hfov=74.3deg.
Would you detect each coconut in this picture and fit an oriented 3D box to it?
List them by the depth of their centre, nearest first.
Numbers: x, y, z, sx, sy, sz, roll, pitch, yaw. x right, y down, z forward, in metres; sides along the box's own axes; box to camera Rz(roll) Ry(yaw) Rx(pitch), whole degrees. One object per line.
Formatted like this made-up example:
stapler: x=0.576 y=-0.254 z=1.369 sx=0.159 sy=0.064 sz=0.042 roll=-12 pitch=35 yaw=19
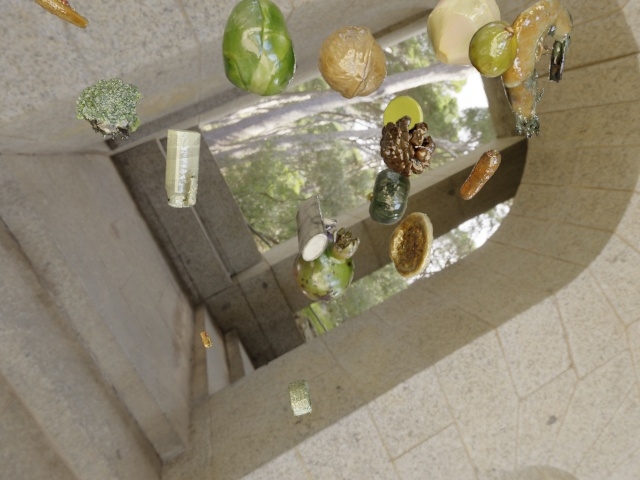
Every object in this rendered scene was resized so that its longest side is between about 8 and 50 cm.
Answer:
coconut: x=0.466 y=-0.697 z=1.388 sx=0.259 sy=0.259 sz=0.259 roll=60 pitch=-10 yaw=18

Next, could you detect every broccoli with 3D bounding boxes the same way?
broccoli: x=-0.788 y=-0.477 z=1.625 sx=0.243 sy=0.263 sz=0.247 roll=55 pitch=12 yaw=-82

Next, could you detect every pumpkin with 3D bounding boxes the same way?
pumpkin: x=0.349 y=-0.230 z=2.191 sx=0.300 sy=0.207 sz=0.300 roll=13 pitch=90 yaw=-83

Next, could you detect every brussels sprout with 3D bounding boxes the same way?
brussels sprout: x=-0.237 y=-0.710 z=1.623 sx=0.371 sy=0.276 sz=0.315 roll=93 pitch=-13 yaw=-68

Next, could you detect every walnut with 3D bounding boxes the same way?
walnut: x=0.131 y=-0.716 z=1.712 sx=0.277 sy=0.252 sz=0.313 roll=38 pitch=27 yaw=-39

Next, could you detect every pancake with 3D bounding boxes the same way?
pancake: x=0.379 y=0.018 z=1.762 sx=0.282 sy=0.049 sz=0.282 roll=-36 pitch=-132 yaw=54

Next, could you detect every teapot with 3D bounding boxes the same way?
teapot: x=-0.354 y=-0.184 z=1.110 sx=0.107 sy=0.077 sz=0.200 roll=22 pitch=-69 yaw=38

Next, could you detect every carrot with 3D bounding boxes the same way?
carrot: x=0.490 y=-0.197 z=1.302 sx=0.060 sy=0.060 sz=0.186 roll=57 pitch=-35 yaw=32

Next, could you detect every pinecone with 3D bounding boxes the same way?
pinecone: x=0.312 y=-0.337 z=1.517 sx=0.201 sy=0.202 sz=0.229 roll=13 pitch=31 yaw=-42

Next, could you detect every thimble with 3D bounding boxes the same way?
thimble: x=-0.064 y=0.501 z=1.345 sx=0.084 sy=0.062 sz=0.110 roll=75 pitch=0 yaw=-46

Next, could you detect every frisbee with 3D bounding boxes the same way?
frisbee: x=0.434 y=-0.648 z=2.243 sx=0.236 sy=0.017 sz=0.236 roll=14 pitch=-66 yaw=34

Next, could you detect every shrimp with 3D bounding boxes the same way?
shrimp: x=0.676 y=-0.514 z=1.316 sx=0.085 sy=0.272 sz=0.445 roll=46 pitch=-14 yaw=47

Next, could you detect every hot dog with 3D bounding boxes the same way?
hot dog: x=-0.482 y=0.418 z=1.790 sx=0.083 sy=0.037 sz=0.021 roll=52 pitch=-55 yaw=35

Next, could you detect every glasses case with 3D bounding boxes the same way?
glasses case: x=-0.029 y=-0.049 z=1.410 sx=0.060 sy=0.114 sz=0.299 roll=33 pitch=20 yaw=-21

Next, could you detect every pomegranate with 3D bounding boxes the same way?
pomegranate: x=0.034 y=0.076 z=1.558 sx=0.242 sy=0.306 sz=0.242 roll=31 pitch=15 yaw=-9

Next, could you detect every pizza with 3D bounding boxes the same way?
pizza: x=-0.914 y=-0.812 z=1.457 sx=0.199 sy=0.062 sz=0.188 roll=28 pitch=1 yaw=34

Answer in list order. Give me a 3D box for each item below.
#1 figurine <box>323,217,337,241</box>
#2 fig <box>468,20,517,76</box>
figurine: x=0.000 y=0.000 z=1.898 sx=0.145 sy=0.145 sz=0.222 roll=83 pitch=12 yaw=-63
fig: x=0.458 y=-0.509 z=1.125 sx=0.153 sy=0.120 sz=0.136 roll=-15 pitch=92 yaw=-60
